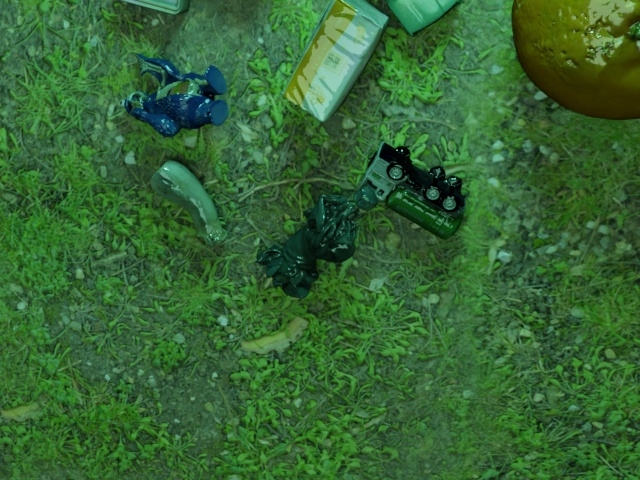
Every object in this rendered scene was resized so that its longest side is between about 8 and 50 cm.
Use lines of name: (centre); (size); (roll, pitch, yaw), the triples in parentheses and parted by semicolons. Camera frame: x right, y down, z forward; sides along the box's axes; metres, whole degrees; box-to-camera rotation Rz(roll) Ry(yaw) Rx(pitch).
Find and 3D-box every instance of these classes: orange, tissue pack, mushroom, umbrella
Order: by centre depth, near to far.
orange: (0.558, -0.422, 1.618); (0.424, 0.326, 0.424); (4, 112, 10)
tissue pack: (0.034, -0.375, 1.799); (0.124, 0.185, 0.225); (30, 113, -3)
umbrella: (-0.002, 0.000, 1.956); (0.143, 0.094, 0.349); (35, 130, -20)
mushroom: (-0.290, -0.083, 2.021); (0.092, 0.081, 0.223); (-41, 104, -4)

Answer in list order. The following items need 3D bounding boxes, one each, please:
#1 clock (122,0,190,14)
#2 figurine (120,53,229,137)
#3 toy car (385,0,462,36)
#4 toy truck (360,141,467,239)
clock: (-0.336, -0.578, 1.845); (0.147, 0.071, 0.192); (16, 113, 3)
figurine: (-0.312, -0.300, 1.929); (0.262, 0.121, 0.164); (14, 87, 28)
toy car: (0.138, -0.561, 1.757); (0.141, 0.097, 0.321); (-33, 102, 20)
toy truck: (0.205, -0.103, 1.922); (0.242, 0.101, 0.125); (31, 124, -6)
